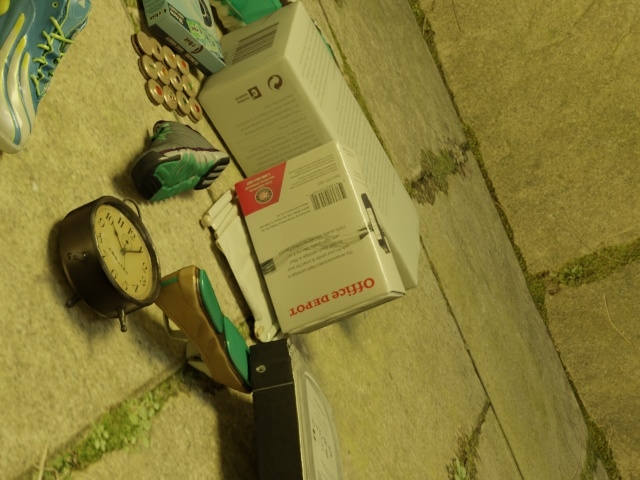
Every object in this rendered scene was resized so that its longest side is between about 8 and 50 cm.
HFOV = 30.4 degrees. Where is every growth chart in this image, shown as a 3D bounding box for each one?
[{"bbox_3d":[-0.099,0.041,1.687,0.237,0.021,0.172,66,19,-5],"label":"growth chart"}]

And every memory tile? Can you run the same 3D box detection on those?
[{"bbox_3d":[-0.217,-0.233,1.683,0.148,0.012,0.113,17,53,-66],"label":"memory tile"}]

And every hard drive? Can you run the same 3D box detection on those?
[{"bbox_3d":[-0.017,0.321,1.458,0.237,0.064,0.339,65,16,-54],"label":"hard drive"}]

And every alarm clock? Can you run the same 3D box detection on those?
[{"bbox_3d":[-0.230,0.010,1.304,0.129,0.064,0.192,59,23,-24],"label":"alarm clock"}]

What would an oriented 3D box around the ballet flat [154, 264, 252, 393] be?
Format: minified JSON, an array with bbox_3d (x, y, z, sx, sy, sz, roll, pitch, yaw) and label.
[{"bbox_3d":[-0.141,0.112,1.418,0.232,0.073,0.080,68,11,-45],"label":"ballet flat"}]

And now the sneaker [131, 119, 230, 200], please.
[{"bbox_3d":[-0.204,-0.112,1.526,0.098,0.083,0.223,46,15,10],"label":"sneaker"}]

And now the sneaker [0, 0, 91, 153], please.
[{"bbox_3d":[-0.307,-0.210,1.240,0.091,0.126,0.240,39,34,-55],"label":"sneaker"}]

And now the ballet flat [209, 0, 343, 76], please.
[{"bbox_3d":[-0.088,-0.366,2.014,0.409,0.147,0.147,57,22,-31],"label":"ballet flat"}]

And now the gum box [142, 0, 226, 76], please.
[{"bbox_3d":[-0.215,-0.360,1.766,0.157,0.041,0.184,38,31,-55],"label":"gum box"}]

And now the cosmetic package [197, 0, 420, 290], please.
[{"bbox_3d":[-0.004,-0.129,1.915,0.453,0.161,0.230,58,21,-26],"label":"cosmetic package"}]

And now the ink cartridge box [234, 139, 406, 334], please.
[{"bbox_3d":[0.000,0.000,1.708,0.237,0.172,0.100,71,15,12],"label":"ink cartridge box"}]
